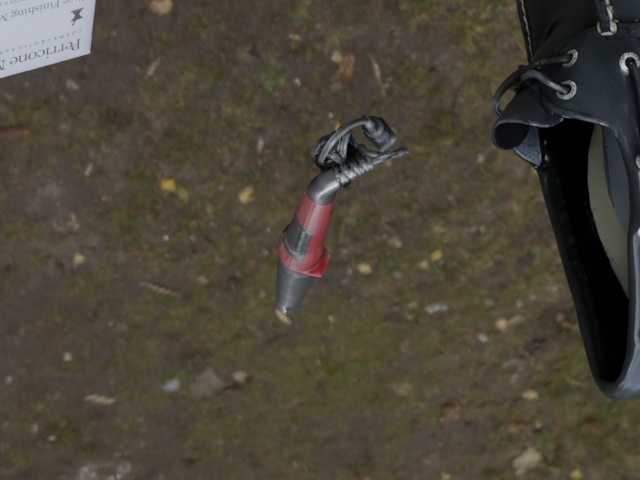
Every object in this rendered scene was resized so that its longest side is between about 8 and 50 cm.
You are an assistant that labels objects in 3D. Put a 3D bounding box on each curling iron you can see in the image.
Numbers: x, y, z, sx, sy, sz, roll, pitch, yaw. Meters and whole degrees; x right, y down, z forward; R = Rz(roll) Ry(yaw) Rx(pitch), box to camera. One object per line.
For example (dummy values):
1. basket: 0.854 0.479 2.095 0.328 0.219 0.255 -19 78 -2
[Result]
1. curling iron: 0.000 0.000 0.727 0.068 0.035 0.274 -32 165 -22

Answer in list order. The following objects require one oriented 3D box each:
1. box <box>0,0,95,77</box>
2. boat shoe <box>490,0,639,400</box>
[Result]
1. box: -0.286 -0.218 0.848 0.181 0.182 0.119 -23 154 -29
2. boat shoe: 0.161 -0.064 0.687 0.113 0.340 0.127 -14 177 -15
